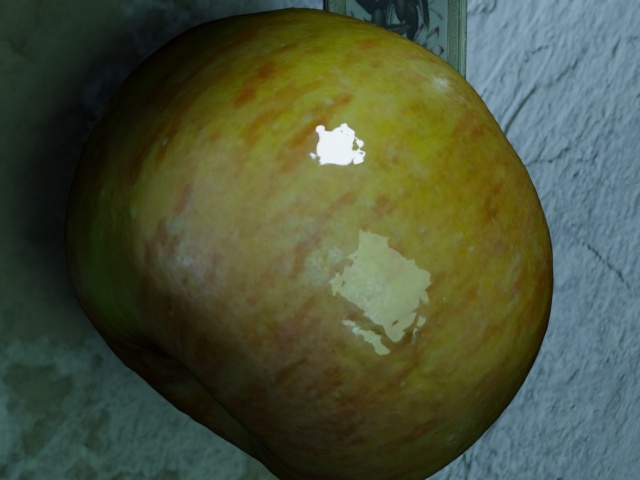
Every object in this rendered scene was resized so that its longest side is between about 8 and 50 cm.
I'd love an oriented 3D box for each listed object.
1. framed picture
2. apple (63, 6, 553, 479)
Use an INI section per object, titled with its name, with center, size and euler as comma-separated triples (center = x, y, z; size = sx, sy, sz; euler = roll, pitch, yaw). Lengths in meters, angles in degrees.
[framed picture]
center = 0.072, -0.205, 1.635
size = 0.173, 0.010, 0.231
euler = -20, 120, -34
[apple]
center = 0.000, 0.000, 1.408
size = 0.333, 0.400, 0.400
euler = -54, 133, -14
